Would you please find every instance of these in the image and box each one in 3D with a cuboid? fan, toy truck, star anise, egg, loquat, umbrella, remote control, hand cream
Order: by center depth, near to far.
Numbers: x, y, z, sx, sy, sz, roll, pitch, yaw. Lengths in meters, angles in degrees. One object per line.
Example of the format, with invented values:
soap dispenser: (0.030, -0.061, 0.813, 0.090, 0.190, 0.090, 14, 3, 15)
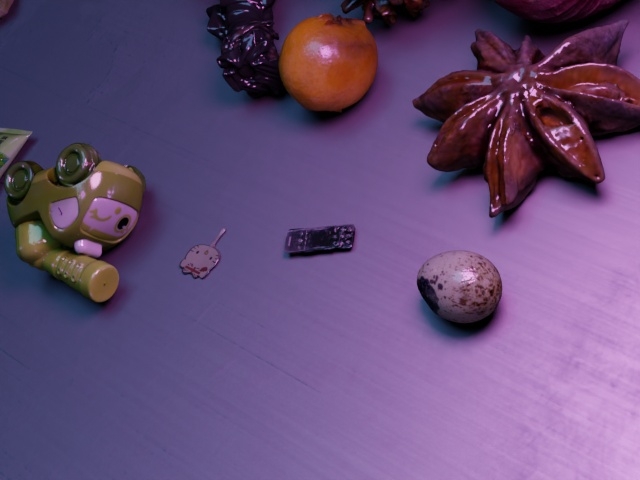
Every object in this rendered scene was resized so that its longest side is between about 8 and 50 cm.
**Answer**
egg: (0.160, 0.053, 1.469, 0.110, 0.085, 0.085, 15, 64, 36)
star anise: (0.261, -0.176, 1.577, 0.315, 0.108, 0.315, -15, 48, 18)
remote control: (0.000, 0.000, 1.634, 0.096, 0.014, 0.039, -6, 54, 21)
fan: (-0.154, 0.015, 1.705, 0.056, 0.004, 0.083, 21, 68, 36)
loquat: (0.011, -0.244, 1.731, 0.141, 0.141, 0.141, -13, 52, 17)
toy truck: (-0.348, -0.022, 1.748, 0.187, 0.148, 0.210, 3, 79, 30)
umbrella: (-0.112, -0.323, 1.871, 0.110, 0.122, 0.272, 10, 43, -20)
hand cream: (-0.526, -0.109, 1.950, 0.095, 0.046, 0.175, 8, 59, 33)

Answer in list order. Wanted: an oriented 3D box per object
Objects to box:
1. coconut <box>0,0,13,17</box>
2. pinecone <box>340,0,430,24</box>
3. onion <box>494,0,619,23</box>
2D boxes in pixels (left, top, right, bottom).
coconut: (-0.574, -0.424, 2.185, 0.081, 0.083, 0.082, 15, 86, 44)
pinecone: (0.121, -0.446, 1.752, 0.309, 0.244, 0.244, -54, 44, 23)
onion: (0.313, -0.388, 1.614, 0.256, 0.230, 0.272, -13, 51, 5)
